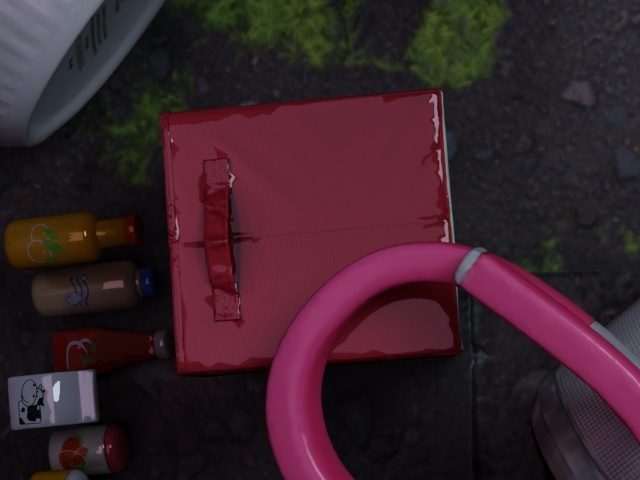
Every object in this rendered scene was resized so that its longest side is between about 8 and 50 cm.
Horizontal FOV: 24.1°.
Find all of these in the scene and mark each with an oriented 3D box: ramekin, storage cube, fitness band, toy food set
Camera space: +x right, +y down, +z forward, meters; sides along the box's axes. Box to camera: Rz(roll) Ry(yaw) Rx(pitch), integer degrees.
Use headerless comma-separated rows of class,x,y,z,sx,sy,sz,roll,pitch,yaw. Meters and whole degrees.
ramekin,-0.204,-0.190,1.115,0.127,0.273,0.273,37,94,-1
storage cube,0.000,0.000,1.082,0.193,0.215,0.183,-5,85,5
fitness band,0.099,0.130,0.915,0.291,0.054,0.209,40,103,16
toy food set,-0.171,0.097,1.158,0.104,0.111,0.232,-7,82,12

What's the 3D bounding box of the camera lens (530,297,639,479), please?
camera lens,0.294,0.112,0.987,0.274,0.219,0.219,-42,79,16
